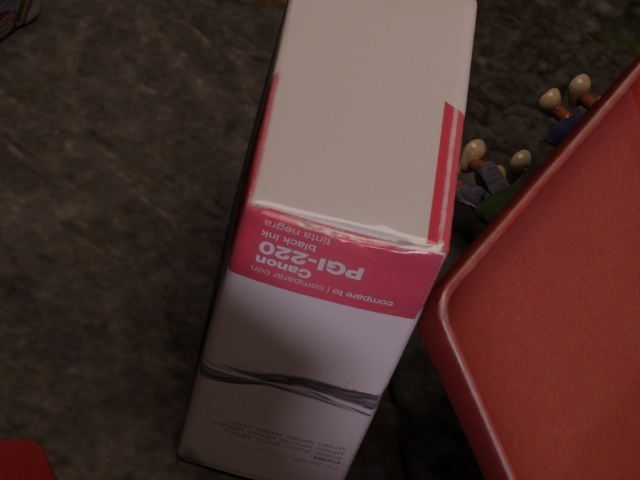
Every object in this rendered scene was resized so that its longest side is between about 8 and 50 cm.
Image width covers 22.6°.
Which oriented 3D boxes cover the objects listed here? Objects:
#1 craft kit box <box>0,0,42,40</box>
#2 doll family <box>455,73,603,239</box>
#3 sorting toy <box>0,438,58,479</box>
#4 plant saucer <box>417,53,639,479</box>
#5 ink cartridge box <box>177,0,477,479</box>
[{"bbox_3d":[-0.321,-0.148,0.873,0.250,0.061,0.246,36,48,7],"label":"craft kit box"},{"bbox_3d":[0.167,-0.033,0.939,0.193,0.076,0.111,-36,51,-13],"label":"doll family"},{"bbox_3d":[-0.231,0.225,0.621,0.126,0.127,0.365,8,49,22],"label":"sorting toy"},{"bbox_3d":[0.152,0.061,0.819,0.258,0.048,0.259,-46,122,-38],"label":"plant saucer"},{"bbox_3d":[0.000,0.000,0.775,0.092,0.218,0.158,13,52,-3],"label":"ink cartridge box"}]
